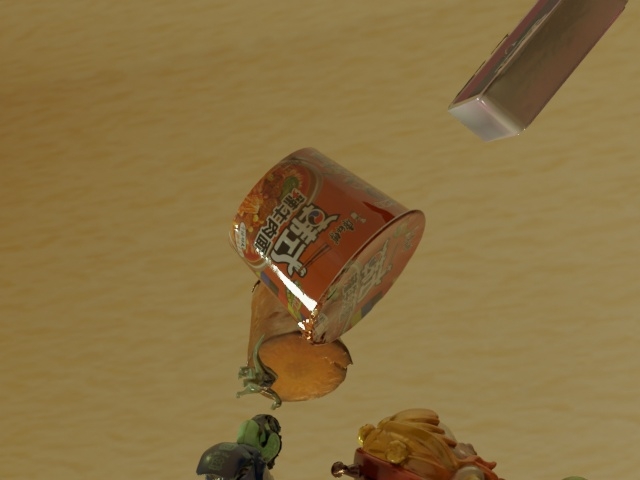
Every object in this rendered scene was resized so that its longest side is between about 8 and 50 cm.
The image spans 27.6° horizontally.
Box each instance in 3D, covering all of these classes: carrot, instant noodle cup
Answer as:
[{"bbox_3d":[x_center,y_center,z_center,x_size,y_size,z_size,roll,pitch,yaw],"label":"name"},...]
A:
[{"bbox_3d":[-0.051,0.161,2.472,0.254,0.195,0.196,-101,-12,-53],"label":"carrot"},{"bbox_3d":[0.000,0.000,1.885,0.250,0.192,0.250,-43,-20,-20],"label":"instant noodle cup"}]

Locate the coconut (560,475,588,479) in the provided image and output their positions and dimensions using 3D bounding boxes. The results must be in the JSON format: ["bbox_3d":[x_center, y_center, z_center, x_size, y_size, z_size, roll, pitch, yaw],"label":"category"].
[{"bbox_3d":[0.343,0.365,1.779,0.088,0.096,0.088,-56,-13,-19],"label":"coconut"}]

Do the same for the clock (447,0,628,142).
[{"bbox_3d":[0.238,-0.204,1.444,0.063,0.197,0.150,41,175,-7],"label":"clock"}]

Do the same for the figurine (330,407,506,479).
[{"bbox_3d":[0.184,0.408,2.149,0.323,0.320,0.196,42,-101,-12],"label":"figurine"}]

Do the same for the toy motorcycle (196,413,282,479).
[{"bbox_3d":[-0.126,0.445,2.091,0.196,0.125,0.331,13,-99,-59],"label":"toy motorcycle"}]

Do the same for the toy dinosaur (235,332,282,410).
[{"bbox_3d":[-0.083,0.173,1.641,0.180,0.058,0.037,85,170,-64],"label":"toy dinosaur"}]
